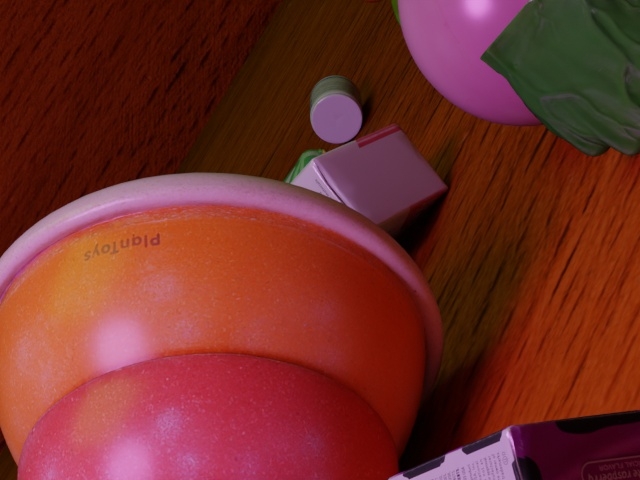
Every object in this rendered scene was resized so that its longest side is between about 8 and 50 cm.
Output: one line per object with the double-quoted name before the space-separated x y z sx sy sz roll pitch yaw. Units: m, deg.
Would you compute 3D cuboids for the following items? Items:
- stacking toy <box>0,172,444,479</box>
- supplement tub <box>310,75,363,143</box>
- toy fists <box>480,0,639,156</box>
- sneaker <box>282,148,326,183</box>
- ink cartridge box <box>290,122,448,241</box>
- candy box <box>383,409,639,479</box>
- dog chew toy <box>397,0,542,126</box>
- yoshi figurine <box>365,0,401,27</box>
"stacking toy" -0.080 0.223 1.101 0.350 0.351 0.479 -47 30 37
"supplement tub" 0.021 -0.176 2.207 0.071 0.071 0.107 -52 11 15
"toy fists" 0.244 -0.173 1.132 0.279 0.142 0.096 -48 0 31
"sneaker" -0.089 0.005 2.018 0.295 0.123 0.109 -53 11 11
"ink cartridge box" 0.000 0.000 1.620 0.218 0.092 0.158 -45 -11 37
"candy box" 0.100 0.138 0.785 0.233 0.159 0.071 -36 61 58
"dog chew toy" 0.212 -0.224 1.276 0.332 0.207 0.206 -32 25 46
"yoshi figurine" 0.133 -0.355 1.967 0.203 0.203 0.362 -48 15 3
